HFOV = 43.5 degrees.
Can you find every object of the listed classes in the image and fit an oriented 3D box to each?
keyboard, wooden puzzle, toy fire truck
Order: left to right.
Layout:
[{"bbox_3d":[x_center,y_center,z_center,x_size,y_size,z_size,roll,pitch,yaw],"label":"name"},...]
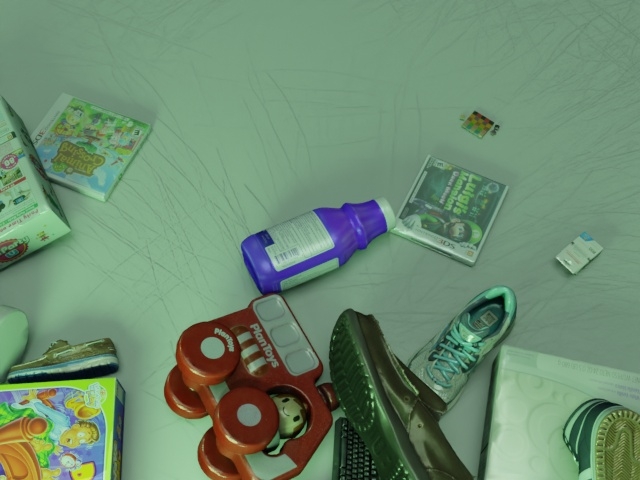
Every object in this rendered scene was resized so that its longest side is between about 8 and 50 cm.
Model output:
[{"bbox_3d":[-0.098,0.242,1.316,0.254,0.169,0.302,-19,63,-31],"label":"toy fire truck"},{"bbox_3d":[0.073,0.365,1.276,0.108,0.023,0.180,15,41,-8],"label":"keyboard"},{"bbox_3d":[0.325,-0.238,1.651,0.083,0.006,0.049,36,67,17],"label":"wooden puzzle"}]

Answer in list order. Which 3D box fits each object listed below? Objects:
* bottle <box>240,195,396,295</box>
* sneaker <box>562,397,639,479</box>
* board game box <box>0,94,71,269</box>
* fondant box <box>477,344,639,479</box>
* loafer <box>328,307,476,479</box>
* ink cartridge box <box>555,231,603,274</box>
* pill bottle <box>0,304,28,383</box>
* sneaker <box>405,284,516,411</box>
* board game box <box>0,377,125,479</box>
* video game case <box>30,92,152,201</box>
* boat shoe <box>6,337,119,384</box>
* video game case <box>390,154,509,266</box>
[{"bbox_3d":[0.000,0.000,1.470,0.283,0.092,0.118,-23,55,-13],"label":"bottle"},{"bbox_3d":[0.407,0.370,1.177,0.099,0.153,0.282,9,93,1],"label":"sneaker"},{"bbox_3d":[-0.635,-0.098,1.505,0.224,0.097,0.303,-29,64,-5],"label":"board game box"},{"bbox_3d":[0.380,0.355,1.282,0.238,0.096,0.330,11,63,6],"label":"fondant box"},{"bbox_3d":[0.126,0.273,1.278,0.130,0.134,0.366,-12,66,-28],"label":"loafer"},{"bbox_3d":[0.479,0.028,1.495,0.083,0.028,0.048,-36,67,-18],"label":"ink cartridge box"},{"bbox_3d":[-0.653,0.145,1.351,0.278,0.162,0.162,13,62,7],"label":"pill bottle"},{"bbox_3d":[0.231,0.178,1.358,0.110,0.122,0.283,36,71,17],"label":"sneaker"},{"bbox_3d":[-0.438,0.399,1.262,0.233,0.078,0.347,-4,62,-2],"label":"board game box"},{"bbox_3d":[-0.478,-0.192,1.612,0.212,0.023,0.193,21,64,10],"label":"video game case"},{"bbox_3d":[-0.443,0.209,1.379,0.183,0.066,0.066,-7,57,-15],"label":"boat shoe"},{"bbox_3d":[0.250,-0.062,1.546,0.173,0.022,0.190,24,64,12],"label":"video game case"}]
